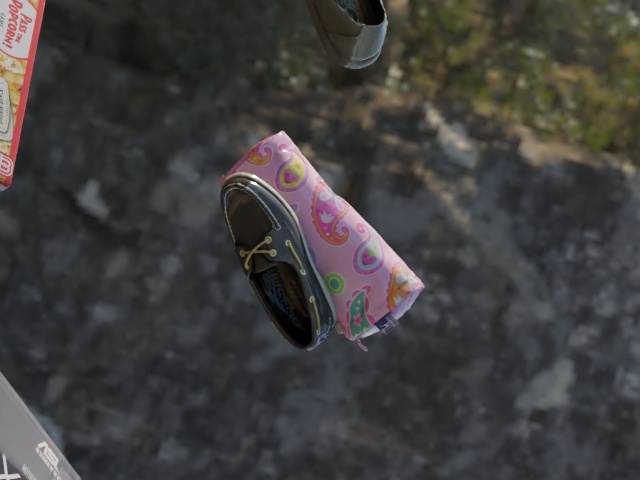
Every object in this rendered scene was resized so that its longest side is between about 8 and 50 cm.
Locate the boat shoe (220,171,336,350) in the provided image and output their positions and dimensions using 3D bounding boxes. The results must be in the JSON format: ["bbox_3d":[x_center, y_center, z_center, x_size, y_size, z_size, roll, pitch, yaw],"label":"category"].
[{"bbox_3d":[-0.054,0.025,2.105,0.081,0.228,0.069,-26,-169,23],"label":"boat shoe"}]

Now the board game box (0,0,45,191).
[{"bbox_3d":[-0.294,-0.107,1.424,0.146,0.045,0.193,-25,-132,40],"label":"board game box"}]

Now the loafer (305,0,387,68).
[{"bbox_3d":[0.007,-0.187,1.155,0.056,0.148,0.050,-27,176,-30],"label":"loafer"}]

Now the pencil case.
[{"bbox_3d":[0.000,0.000,2.188,0.124,0.284,0.124,-42,177,-3],"label":"pencil case"}]

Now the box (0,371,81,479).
[{"bbox_3d":[-0.340,0.197,1.504,0.307,0.076,0.242,60,27,-30],"label":"box"}]
